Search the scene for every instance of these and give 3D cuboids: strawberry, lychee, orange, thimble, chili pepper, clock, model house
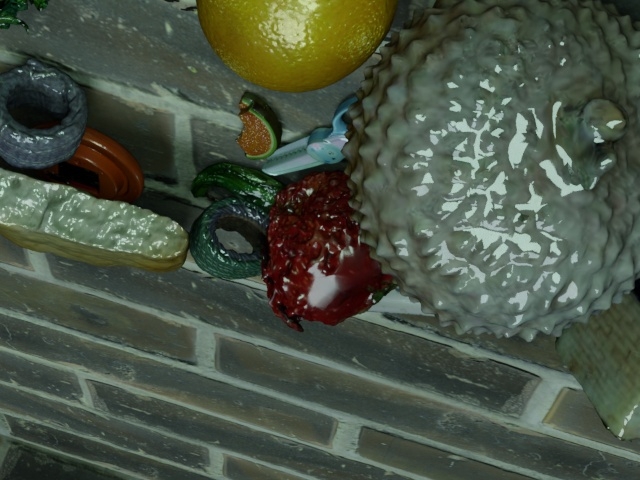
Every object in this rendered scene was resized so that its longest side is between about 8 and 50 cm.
[{"bbox_3d":[0.024,0.001,1.657,0.220,0.274,0.274,52,151,8],"label":"strawberry"},{"bbox_3d":[0.196,-0.084,1.232,0.380,0.380,0.432,29,168,-16],"label":"lychee"},{"bbox_3d":[-0.025,-0.268,1.211,0.236,0.236,0.236,15,151,8],"label":"orange"},{"bbox_3d":[-0.140,-0.002,1.840,0.135,0.118,0.090,12,159,-19],"label":"thimble"},{"bbox_3d":[-0.119,-0.080,1.764,0.182,0.050,0.073,14,158,14],"label":"chili pepper"},{"bbox_3d":[-0.415,-0.182,1.671,0.150,0.150,0.098,23,151,-6],"label":"thimble"},{"bbox_3d":[-0.384,-0.119,1.855,0.205,0.051,0.205,14,151,8],"label":"clock"},{"bbox_3d":[0.529,0.115,1.552,0.299,0.243,0.284,4,130,-26],"label":"model house"}]

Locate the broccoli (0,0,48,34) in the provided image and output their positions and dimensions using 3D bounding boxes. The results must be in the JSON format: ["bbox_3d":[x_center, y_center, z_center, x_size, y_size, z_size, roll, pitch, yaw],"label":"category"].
[{"bbox_3d":[-0.472,-0.291,1.392,0.298,0.297,0.297,0,180,0],"label":"broccoli"}]

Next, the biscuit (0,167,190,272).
[{"bbox_3d":[-0.424,-0.029,1.841,0.430,0.104,0.446,15,173,-6],"label":"biscuit"}]

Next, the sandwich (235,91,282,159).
[{"bbox_3d":[-0.086,-0.156,1.632,0.067,0.029,0.135,22,153,7],"label":"sandwich"}]

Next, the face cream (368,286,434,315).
[{"bbox_3d":[0.137,0.073,1.830,0.312,0.092,0.092,1,146,28],"label":"face cream"}]

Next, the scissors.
[{"bbox_3d":[0.012,-0.133,1.609,0.256,0.030,0.125,-15,140,43],"label":"scissors"}]
